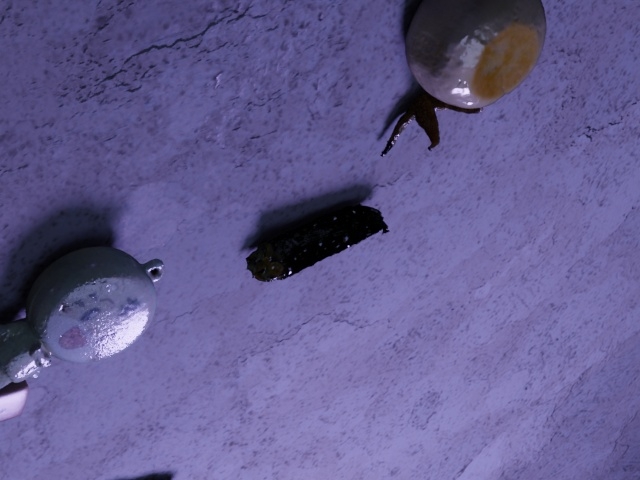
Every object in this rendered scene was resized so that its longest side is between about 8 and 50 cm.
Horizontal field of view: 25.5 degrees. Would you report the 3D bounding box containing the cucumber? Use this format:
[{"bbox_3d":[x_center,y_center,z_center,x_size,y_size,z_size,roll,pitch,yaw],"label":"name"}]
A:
[{"bbox_3d":[0.000,0.000,1.581,0.181,0.053,0.053,-22,146,-34],"label":"cucumber"}]

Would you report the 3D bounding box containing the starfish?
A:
[{"bbox_3d":[0.112,-0.134,1.528,0.130,0.041,0.133,-28,-163,17],"label":"starfish"}]

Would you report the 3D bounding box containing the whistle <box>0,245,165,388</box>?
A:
[{"bbox_3d":[-0.265,0.087,1.377,0.258,0.067,0.126,-33,137,-5],"label":"whistle"}]

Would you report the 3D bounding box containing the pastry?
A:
[{"bbox_3d":[0.161,-0.209,1.444,0.156,0.092,0.156,-32,144,-27],"label":"pastry"}]

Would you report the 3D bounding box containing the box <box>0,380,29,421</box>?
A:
[{"bbox_3d":[-0.349,0.169,1.427,0.115,0.025,0.048,-11,141,-42],"label":"box"}]
